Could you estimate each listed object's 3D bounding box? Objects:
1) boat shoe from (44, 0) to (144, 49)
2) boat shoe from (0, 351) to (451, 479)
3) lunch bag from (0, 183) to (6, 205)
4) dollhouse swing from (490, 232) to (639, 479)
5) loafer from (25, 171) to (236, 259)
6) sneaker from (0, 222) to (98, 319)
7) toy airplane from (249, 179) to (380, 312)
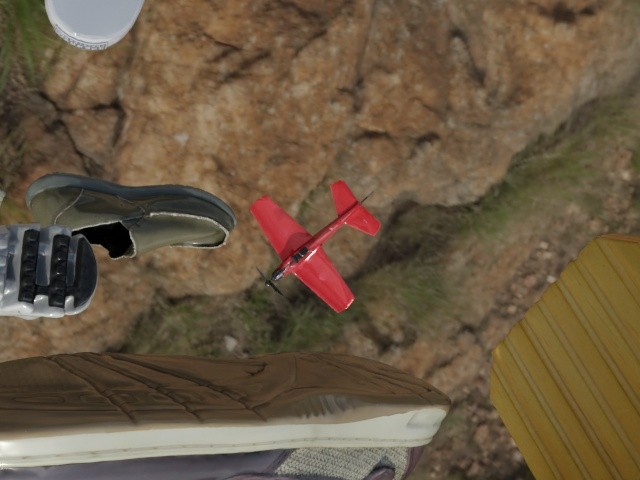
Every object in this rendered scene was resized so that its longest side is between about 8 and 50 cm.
[{"bbox_3d":[-0.114,-0.226,0.661,0.080,0.076,0.228,19,87,-16],"label":"boat shoe"},{"bbox_3d":[-0.047,0.104,0.473,0.285,0.103,0.092,6,98,-48],"label":"boat shoe"},{"bbox_3d":[-0.503,-0.020,1.210,0.169,0.287,0.235,22,97,-31],"label":"lunch bag"},{"bbox_3d":[0.225,0.214,0.931,0.315,0.305,0.347,-26,157,-38],"label":"dollhouse swing"},{"bbox_3d":[-0.216,-0.013,1.194,0.251,0.087,0.094,6,149,-27],"label":"loafer"},{"bbox_3d":[-0.359,0.019,0.941,0.292,0.118,0.110,20,64,-31],"label":"sneaker"},{"bbox_3d":[0.000,0.000,1.072,0.151,0.028,0.151,0,91,3],"label":"toy airplane"}]
